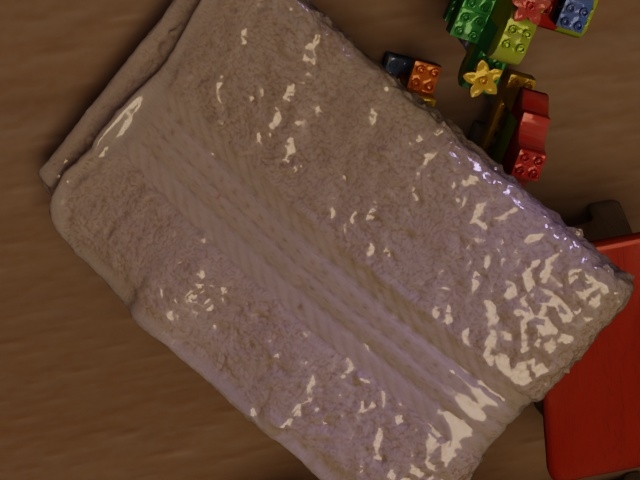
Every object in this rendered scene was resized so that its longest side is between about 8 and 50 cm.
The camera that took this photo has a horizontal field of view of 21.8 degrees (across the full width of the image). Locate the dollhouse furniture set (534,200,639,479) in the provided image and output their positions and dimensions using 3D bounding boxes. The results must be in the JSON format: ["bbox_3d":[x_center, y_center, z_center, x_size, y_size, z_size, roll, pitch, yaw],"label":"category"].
[{"bbox_3d":[0.169,0.113,0.956,0.262,0.135,0.259,-11,117,-5],"label":"dollhouse furniture set"}]

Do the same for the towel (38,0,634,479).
[{"bbox_3d":[0.000,0.000,0.854,0.282,0.049,0.187,41,105,6],"label":"towel"}]

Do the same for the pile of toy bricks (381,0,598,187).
[{"bbox_3d":[0.093,-0.124,0.845,0.118,0.105,0.212,13,112,-16],"label":"pile of toy bricks"}]
